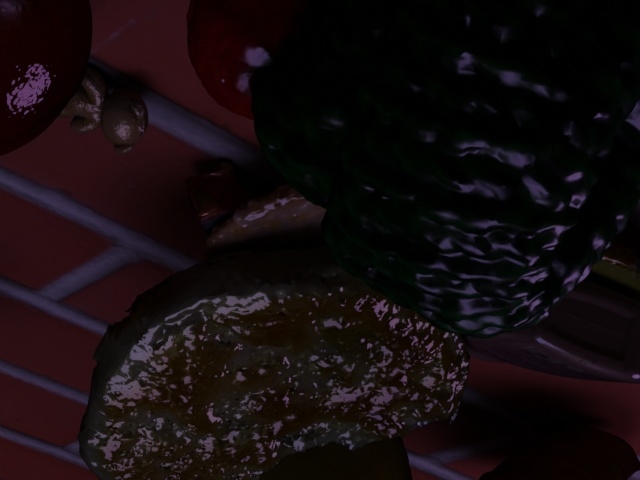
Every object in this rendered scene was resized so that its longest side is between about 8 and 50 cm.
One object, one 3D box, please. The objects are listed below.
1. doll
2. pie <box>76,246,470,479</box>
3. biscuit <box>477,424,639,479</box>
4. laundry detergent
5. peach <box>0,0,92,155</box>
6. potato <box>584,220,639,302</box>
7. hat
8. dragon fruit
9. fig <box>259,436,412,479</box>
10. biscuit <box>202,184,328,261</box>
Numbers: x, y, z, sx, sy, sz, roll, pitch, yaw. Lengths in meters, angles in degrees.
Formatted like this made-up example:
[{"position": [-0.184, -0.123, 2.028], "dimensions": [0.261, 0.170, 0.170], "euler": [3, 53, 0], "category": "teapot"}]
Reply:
[{"position": [-0.184, -0.108, 1.159], "dimensions": [0.093, 0.051, 0.061], "euler": [9, 124, -8], "category": "doll"}, {"position": [-0.050, 0.124, 1.309], "dimensions": [0.371, 0.078, 0.296], "euler": [-15, 136, 1], "category": "pie"}, {"position": [0.215, 0.315, 1.651], "dimensions": [0.326, 0.107, 0.326], "euler": [-31, 168, -8], "category": "biscuit"}, {"position": [0.214, 0.090, 1.345], "dimensions": [0.171, 0.076, 0.237], "euler": [21, 168, -16], "category": "laundry detergent"}, {"position": [-0.247, -0.150, 0.973], "dimensions": [0.197, 0.197, 0.197], "euler": [7, 152, 3], "category": "peach"}, {"position": [0.275, 0.026, 1.279], "dimensions": [0.119, 0.054, 0.198], "euler": [1, 158, 47], "category": "potato"}, {"position": [0.053, -0.114, 0.923], "dimensions": [0.332, 0.274, 0.242], "euler": [27, 158, 24], "category": "hat"}, {"position": [-0.081, -0.034, 1.267], "dimensions": [0.060, 0.056, 0.083], "euler": [-19, 155, 3], "category": "dragon fruit"}, {"position": [-0.055, 0.273, 1.566], "dimensions": [0.343, 0.343, 0.343], "euler": [7, 152, 3], "category": "fig"}, {"position": [0.000, 0.001, 1.279], "dimensions": [0.220, 0.033, 0.220], "euler": [-9, 154, -5], "category": "biscuit"}]
